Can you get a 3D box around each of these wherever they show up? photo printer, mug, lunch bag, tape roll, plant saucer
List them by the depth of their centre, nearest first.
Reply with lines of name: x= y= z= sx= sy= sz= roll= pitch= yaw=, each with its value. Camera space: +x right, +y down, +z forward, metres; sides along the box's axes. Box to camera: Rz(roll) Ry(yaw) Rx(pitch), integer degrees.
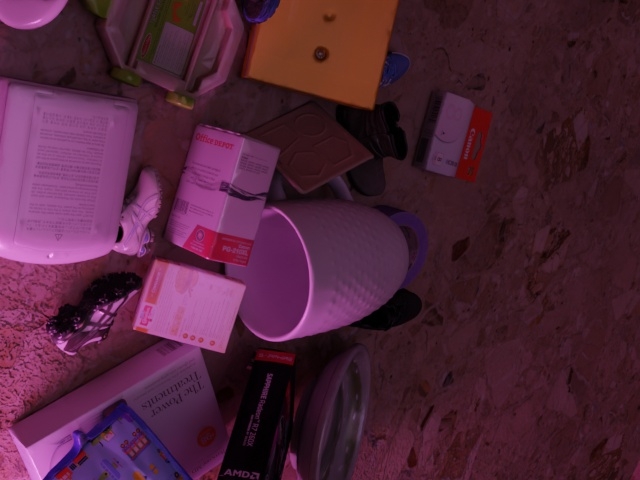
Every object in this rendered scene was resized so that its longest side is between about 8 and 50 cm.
photo printer: x=-0.455 y=-0.111 z=1.564 sx=0.256 sy=0.107 sz=0.307 roll=3 pitch=102 yaw=-39
lunch bag: x=-0.365 y=0.462 z=1.668 sx=0.221 sy=0.138 sz=0.293 roll=-43 pitch=115 yaw=-31
mug: x=0.000 y=0.000 z=1.892 sx=0.328 sy=0.276 sz=0.374 roll=-8 pitch=77 yaw=-42
plant saucer: x=0.013 y=0.419 z=2.050 sx=0.400 sy=0.101 sz=0.400 roll=11 pitch=90 yaw=-74
tape roll: x=0.155 y=0.017 z=2.120 sx=0.189 sy=0.080 sz=0.188 roll=-13 pitch=110 yaw=-37

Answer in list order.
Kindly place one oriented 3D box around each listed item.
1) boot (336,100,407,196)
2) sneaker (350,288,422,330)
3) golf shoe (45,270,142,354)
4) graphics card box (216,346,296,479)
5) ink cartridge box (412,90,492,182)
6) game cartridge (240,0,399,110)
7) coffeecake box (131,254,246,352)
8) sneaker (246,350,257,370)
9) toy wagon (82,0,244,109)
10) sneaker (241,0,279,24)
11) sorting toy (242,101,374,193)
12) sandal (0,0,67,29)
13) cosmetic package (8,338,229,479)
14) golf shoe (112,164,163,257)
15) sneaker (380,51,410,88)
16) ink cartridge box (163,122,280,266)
boot: x=0.124 y=-0.189 z=1.976 sx=0.083 sy=0.161 sz=0.246 roll=-34 pitch=123 yaw=-27
sneaker: x=0.142 y=0.168 z=2.123 sx=0.286 sy=0.130 sz=0.109 roll=-2 pitch=103 yaw=-40
golf shoe: x=-0.413 y=0.135 z=1.707 sx=0.198 sy=0.077 sz=0.094 roll=-35 pitch=137 yaw=-21
graphics card box: x=-0.124 y=0.423 z=1.832 sx=0.371 sy=0.094 sz=0.232 roll=-73 pitch=169 yaw=-55
ink cartridge box: x=0.338 y=-0.244 z=2.206 sx=0.232 sy=0.066 sz=0.189 roll=11 pitch=96 yaw=-36
game cartridge: x=0.010 y=-0.448 z=1.826 sx=0.285 sy=0.053 sz=0.323 roll=12 pitch=94 yaw=-21
coffeecake box: x=-0.257 y=0.123 z=1.779 sx=0.186 sy=0.068 sz=0.142 roll=17 pitch=93 yaw=-17
sneaker: x=-0.107 y=0.270 z=2.011 sx=0.119 sy=0.047 sz=0.057 roll=19 pitch=80 yaw=-42
toy wagon: x=-0.293 y=-0.401 z=1.635 sx=0.344 sy=0.068 sz=0.267 roll=19 pitch=91 yaw=-40
sneaker: x=-0.125 y=-0.517 z=1.711 sx=0.087 sy=0.083 sz=0.221 roll=-9 pitch=101 yaw=-66
sorting toy: x=-0.025 y=-0.187 z=1.855 sx=0.208 sy=0.193 sz=0.038 roll=-28 pitch=150 yaw=-32
sandal: x=-0.437 y=-0.543 z=1.445 sx=0.102 sy=0.169 sz=0.416 roll=-41 pitch=139 yaw=-75
cosmetic package: x=-0.376 y=0.396 z=1.794 sx=0.377 sy=0.097 sz=0.284 roll=-30 pitch=124 yaw=-29
golf shoe: x=-0.347 y=-0.057 z=1.699 sx=0.086 sy=0.069 sz=0.176 roll=8 pitch=97 yaw=-34
sneaker: x=0.120 y=-0.353 z=1.975 sx=0.211 sy=0.081 sz=0.080 roll=-27 pitch=119 yaw=-30
ink cartridge box: x=-0.190 y=-0.089 z=1.744 sx=0.100 sy=0.172 sz=0.237 roll=14 pitch=94 yaw=-41
